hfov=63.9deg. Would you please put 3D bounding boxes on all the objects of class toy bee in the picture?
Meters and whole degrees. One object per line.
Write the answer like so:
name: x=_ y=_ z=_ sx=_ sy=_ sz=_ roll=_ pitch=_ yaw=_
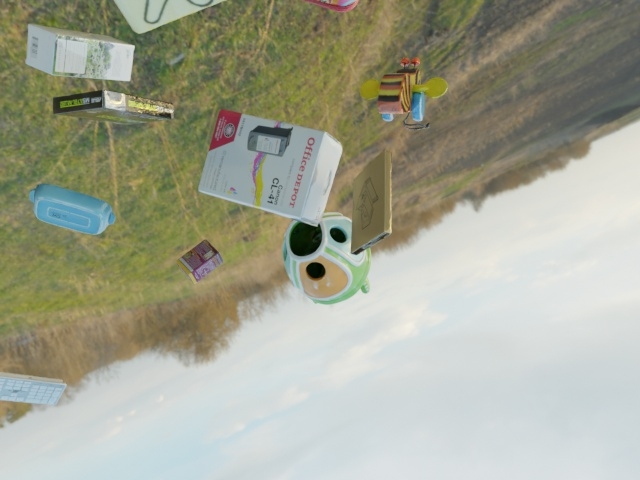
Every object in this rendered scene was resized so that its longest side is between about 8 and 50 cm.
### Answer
toy bee: x=0.193 y=-0.367 z=1.238 sx=0.195 sy=0.162 sz=0.298 roll=2 pitch=-174 yaw=0

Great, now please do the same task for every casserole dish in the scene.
casserole dish: x=-0.574 y=-0.065 z=1.181 sx=0.188 sy=0.037 sz=0.114 roll=18 pitch=137 yaw=-19

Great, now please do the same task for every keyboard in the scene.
keyboard: x=-0.529 y=0.218 z=0.775 sx=0.256 sy=0.014 sz=0.072 roll=18 pitch=124 yaw=-30

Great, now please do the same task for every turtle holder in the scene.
turtle holder: x=0.015 y=0.007 z=1.428 sx=0.243 sy=0.320 sz=0.227 roll=5 pitch=158 yaw=30

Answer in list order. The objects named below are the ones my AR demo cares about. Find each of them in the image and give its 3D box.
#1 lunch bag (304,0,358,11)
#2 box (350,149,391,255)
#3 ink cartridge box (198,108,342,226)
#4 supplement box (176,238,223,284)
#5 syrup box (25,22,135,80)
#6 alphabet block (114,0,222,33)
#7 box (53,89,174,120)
lunch bag: x=0.044 y=-0.717 z=1.282 sx=0.120 sy=0.258 sz=0.293 roll=92 pitch=20 yaw=-65
box: x=0.114 y=-0.083 z=1.173 sx=0.021 sy=0.201 sz=0.164 roll=11 pitch=158 yaw=-20
ink cartridge box: x=-0.129 y=-0.186 z=1.296 sx=0.306 sy=0.226 sz=0.131 roll=16 pitch=-179 yaw=23
supplement box: x=-0.267 y=0.047 z=1.135 sx=0.083 sy=0.055 sz=0.043 roll=-38 pitch=148 yaw=-19
syrup box: x=-0.579 y=-0.455 z=1.254 sx=0.237 sy=0.096 sz=0.093 roll=-28 pitch=139 yaw=-61
alphabet block: x=-0.250 y=-0.468 z=0.754 sx=0.192 sy=0.193 sz=0.197 roll=-19 pitch=156 yaw=1
box: x=-0.463 y=-0.297 z=1.158 sx=0.184 sy=0.045 sz=0.191 roll=1 pitch=-176 yaw=32
